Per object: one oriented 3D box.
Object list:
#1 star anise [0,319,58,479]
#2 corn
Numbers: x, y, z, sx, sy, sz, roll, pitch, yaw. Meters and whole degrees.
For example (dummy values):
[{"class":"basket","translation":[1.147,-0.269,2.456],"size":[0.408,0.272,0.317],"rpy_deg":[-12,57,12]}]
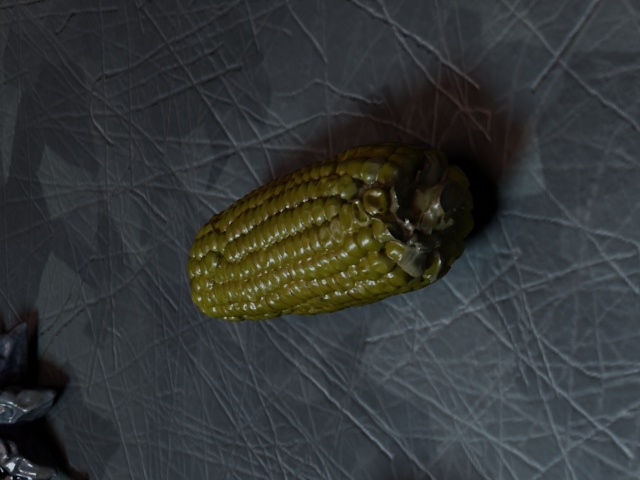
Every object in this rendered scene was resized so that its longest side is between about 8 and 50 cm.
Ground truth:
[{"class":"star anise","translation":[-0.328,0.189,1.789],"size":[0.262,0.081,0.230],"rpy_deg":[41,111,44]},{"class":"corn","translation":[0.000,0.000,1.355],"size":[0.322,0.119,0.119],"rpy_deg":[-19,78,50]}]
